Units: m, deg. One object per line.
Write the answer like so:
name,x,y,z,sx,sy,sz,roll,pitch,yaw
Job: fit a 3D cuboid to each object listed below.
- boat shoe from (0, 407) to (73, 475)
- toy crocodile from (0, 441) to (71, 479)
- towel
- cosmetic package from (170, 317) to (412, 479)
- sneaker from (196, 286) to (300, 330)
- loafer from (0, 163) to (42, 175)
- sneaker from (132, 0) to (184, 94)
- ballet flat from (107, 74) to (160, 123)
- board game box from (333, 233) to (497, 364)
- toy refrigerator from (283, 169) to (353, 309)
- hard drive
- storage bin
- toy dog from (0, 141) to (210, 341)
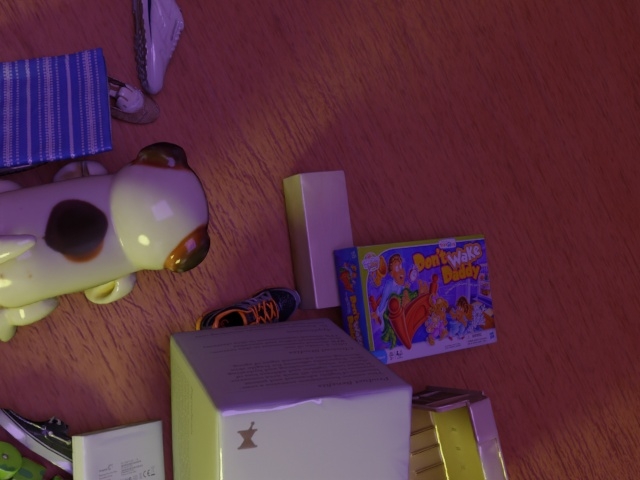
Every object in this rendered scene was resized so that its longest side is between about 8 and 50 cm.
boat shoe,-0.491,0.358,1.725,0.219,0.078,0.070,39,75,-21
toy crocodile,-0.524,0.439,1.696,0.340,0.105,0.115,38,114,-15
towel,-0.543,-0.232,1.674,0.336,0.040,0.243,-9,58,-5
cosmetic package,-0.069,0.354,1.663,0.330,0.394,0.327,-3,103,-19
sneaker,-0.134,0.150,1.857,0.215,0.083,0.084,-21,92,-20
loafer,-0.593,-0.160,1.712,0.269,0.102,0.092,-17,97,-19
sneaker,-0.310,-0.399,1.840,0.095,0.090,0.235,1,87,-28
ballet flat,-0.401,-0.281,1.804,0.206,0.067,0.073,19,77,-17
board game box,0.199,0.117,1.925,0.347,0.078,0.233,-6,88,-36
toy refrigerator,0.000,0.000,1.911,0.102,0.094,0.269,-7,89,-26
hard drive,-0.359,0.494,1.719,0.203,0.040,0.307,2,84,-57
storage bin,0.252,0.435,1.877,0.123,0.260,0.262,-13,90,-23
toy dog,-0.396,-0.033,1.631,0.408,0.395,0.284,-15,79,-13
